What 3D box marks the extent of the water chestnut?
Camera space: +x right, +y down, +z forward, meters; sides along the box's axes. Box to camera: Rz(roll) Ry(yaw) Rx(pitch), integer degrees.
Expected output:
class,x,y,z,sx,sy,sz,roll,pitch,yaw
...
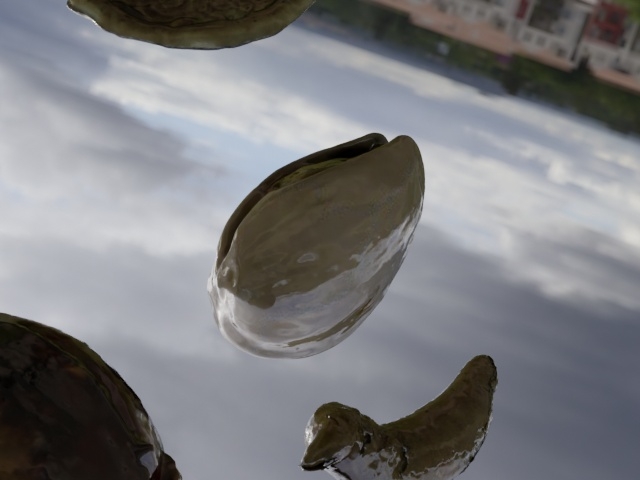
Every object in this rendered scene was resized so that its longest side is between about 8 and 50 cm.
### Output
class,x,y,z,sx,sy,sz,roll,pitch,yaw
water chestnut,-0.208,0.171,0.928,0.300,0.300,0.300,19,-172,-3

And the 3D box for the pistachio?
class,x,y,z,sx,sy,sz,roll,pitch,yaw
pistachio,0.000,0.000,1.311,0.153,0.238,0.138,42,168,-33

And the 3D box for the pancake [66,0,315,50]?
class,x,y,z,sx,sy,sz,roll,pitch,yaw
pancake,-0.111,-0.231,1.304,0.235,0.029,0.212,1,-136,3

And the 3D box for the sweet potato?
class,x,y,z,sx,sy,sz,roll,pitch,yaw
sweet potato,0.081,0.205,1.525,0.310,0.124,0.098,-11,-160,-43
